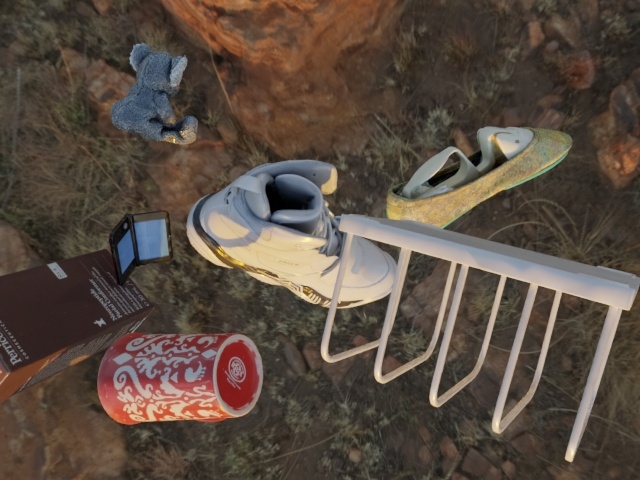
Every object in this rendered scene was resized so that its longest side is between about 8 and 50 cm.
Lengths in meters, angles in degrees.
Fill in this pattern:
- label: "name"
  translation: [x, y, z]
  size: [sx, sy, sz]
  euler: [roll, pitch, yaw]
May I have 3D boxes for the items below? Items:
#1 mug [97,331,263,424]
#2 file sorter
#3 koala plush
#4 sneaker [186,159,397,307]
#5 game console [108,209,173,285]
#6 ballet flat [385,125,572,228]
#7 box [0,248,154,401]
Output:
- label: "mug"
  translation: [-0.154, 0.165, 0.654]
  size: [0.169, 0.150, 0.113]
  euler: [-10, 71, 29]
- label: "file sorter"
  translation: [0.169, 0.086, 0.586]
  size: [0.278, 0.193, 0.173]
  euler: [16, 98, 31]
- label: "koala plush"
  translation: [-0.421, -0.380, 1.368]
  size: [0.196, 0.203, 0.221]
  euler: [27, 107, 22]
- label: "sneaker"
  translation: [0.000, 0.000, 0.803]
  size: [0.366, 0.210, 0.137]
  euler: [19, 65, -23]
- label: "game console"
  translation: [-0.391, 0.017, 1.178]
  size: [0.085, 0.144, 0.124]
  euler: [9, 36, 4]
- label: "ballet flat"
  translation: [0.263, -0.122, 0.899]
  size: [0.349, 0.123, 0.123]
  euler: [-30, 78, -2]
- label: "box"
  translation: [-0.546, 0.157, 1.085]
  size: [0.191, 0.381, 0.143]
  euler: [48, 114, 6]
